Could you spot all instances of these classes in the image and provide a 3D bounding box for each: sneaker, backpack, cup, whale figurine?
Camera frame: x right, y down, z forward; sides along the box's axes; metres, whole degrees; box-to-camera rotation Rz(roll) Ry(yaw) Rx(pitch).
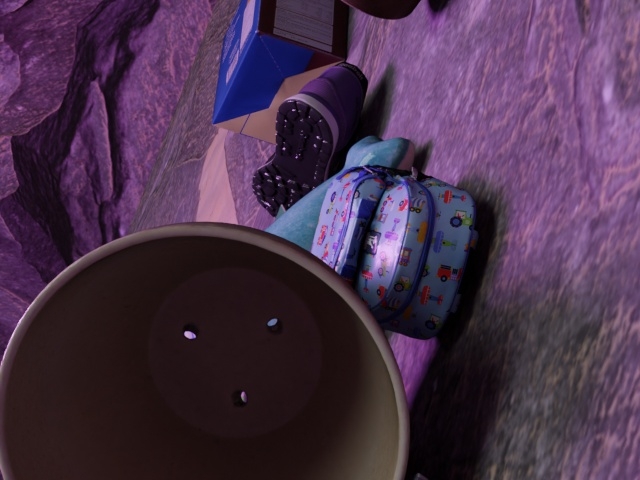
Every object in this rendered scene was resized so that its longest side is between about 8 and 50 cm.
[{"bbox_3d":[0.002,-0.118,1.772,0.124,0.107,0.283,-47,-8,-30],"label":"sneaker"},{"bbox_3d":[0.070,0.010,1.276,0.173,0.116,0.158,-154,81,-73],"label":"backpack"},{"bbox_3d":[-0.088,0.128,1.199,0.237,0.331,0.331,-74,4,-78],"label":"cup"},{"bbox_3d":[0.000,0.000,1.477,0.272,0.141,0.216,-65,22,-3],"label":"whale figurine"}]

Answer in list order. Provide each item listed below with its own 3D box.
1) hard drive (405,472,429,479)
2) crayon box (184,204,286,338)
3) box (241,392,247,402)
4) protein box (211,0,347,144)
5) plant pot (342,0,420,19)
[{"bbox_3d":[0.043,0.315,1.143,0.255,0.054,0.172,125,157,-51],"label":"hard drive"},{"bbox_3d":[-0.111,0.133,1.773,0.323,0.083,0.203,-65,32,26],"label":"crayon box"},{"bbox_3d":[-0.116,0.297,1.490,0.213,0.117,0.243,-37,32,26],"label":"box"},{"bbox_3d":[-0.059,-0.284,2.044,0.200,0.136,0.201,121,160,-44],"label":"protein box"},{"bbox_3d":[0.097,-0.402,1.532,0.230,0.215,0.215,-43,30,35],"label":"plant pot"}]
